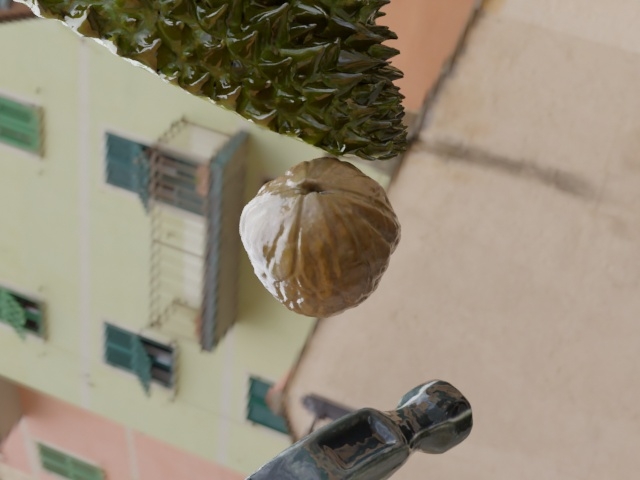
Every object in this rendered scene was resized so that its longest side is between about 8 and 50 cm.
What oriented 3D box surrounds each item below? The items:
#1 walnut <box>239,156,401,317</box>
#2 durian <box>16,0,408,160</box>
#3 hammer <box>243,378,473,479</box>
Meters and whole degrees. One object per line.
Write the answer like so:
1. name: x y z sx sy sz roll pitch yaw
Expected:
1. walnut: 0.000 0.000 0.830 0.124 0.105 0.105 91 -157 -65
2. durian: -0.086 -0.143 0.847 0.169 0.356 0.157 -39 27 61
3. hammer: -0.021 0.169 0.646 0.159 0.041 0.226 -21 -32 -40
